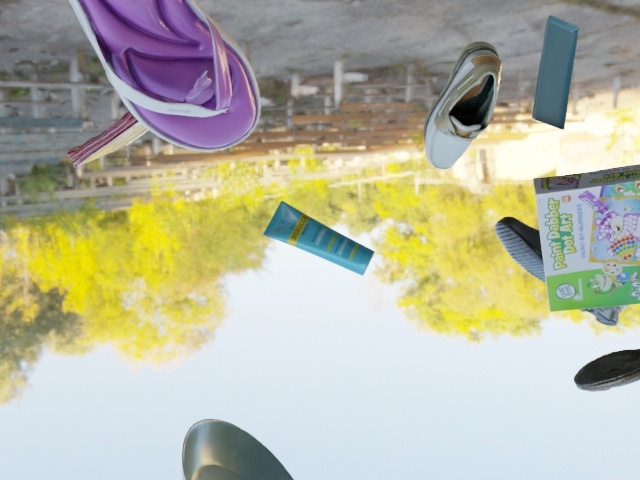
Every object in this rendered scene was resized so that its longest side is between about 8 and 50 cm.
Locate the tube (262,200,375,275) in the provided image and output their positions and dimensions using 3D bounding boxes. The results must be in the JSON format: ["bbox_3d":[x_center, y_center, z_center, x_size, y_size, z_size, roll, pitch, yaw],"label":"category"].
[{"bbox_3d":[0.000,0.000,1.254,0.207,0.080,0.052,25,153,6],"label":"tube"}]

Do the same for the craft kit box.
[{"bbox_3d":[0.481,-0.003,1.062,0.246,0.250,0.061,-6,-146,20],"label":"craft kit box"}]

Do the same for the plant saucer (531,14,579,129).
[{"bbox_3d":[0.406,-0.290,1.149,0.067,0.192,0.018,14,173,-20],"label":"plant saucer"}]

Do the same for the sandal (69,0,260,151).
[{"bbox_3d":[-0.185,-0.221,0.805,0.169,0.102,0.416,-35,147,1],"label":"sandal"}]

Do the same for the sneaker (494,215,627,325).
[{"bbox_3d":[0.522,0.028,1.400,0.330,0.146,0.122,36,174,-6],"label":"sneaker"}]

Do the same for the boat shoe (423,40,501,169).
[{"bbox_3d":[0.293,-0.260,1.395,0.113,0.302,0.103,7,-135,-6],"label":"boat shoe"}]

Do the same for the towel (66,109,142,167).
[{"bbox_3d":[-0.404,-0.264,1.471,0.237,0.037,0.329,-31,-168,11],"label":"towel"}]

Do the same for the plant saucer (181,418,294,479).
[{"bbox_3d":[-0.075,0.268,0.658,0.037,0.195,0.195,-44,-178,10],"label":"plant saucer"}]

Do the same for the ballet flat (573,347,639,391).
[{"bbox_3d":[0.555,0.209,1.119,0.249,0.058,0.084,-23,-164,7],"label":"ballet flat"}]
